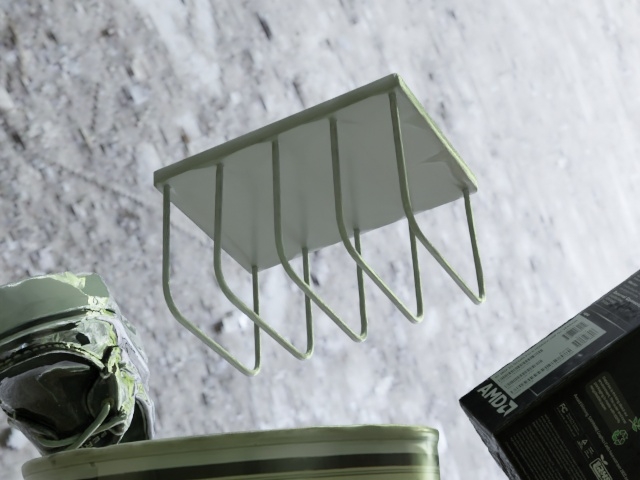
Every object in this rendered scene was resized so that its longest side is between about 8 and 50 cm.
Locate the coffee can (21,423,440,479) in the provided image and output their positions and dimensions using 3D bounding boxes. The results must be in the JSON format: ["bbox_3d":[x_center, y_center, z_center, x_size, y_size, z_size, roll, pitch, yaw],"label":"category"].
[{"bbox_3d":[-0.030,0.232,0.591,0.201,0.201,0.275,14,67,-56],"label":"coffee can"}]

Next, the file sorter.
[{"bbox_3d":[0.000,0.000,1.281,0.193,0.277,0.173,46,32,-46],"label":"file sorter"}]

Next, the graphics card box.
[{"bbox_3d":[0.334,0.132,1.131,0.233,0.371,0.094,56,-5,-20],"label":"graphics card box"}]

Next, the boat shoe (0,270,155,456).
[{"bbox_3d":[-0.185,0.111,0.999,0.335,0.121,0.119,50,15,-74],"label":"boat shoe"}]
